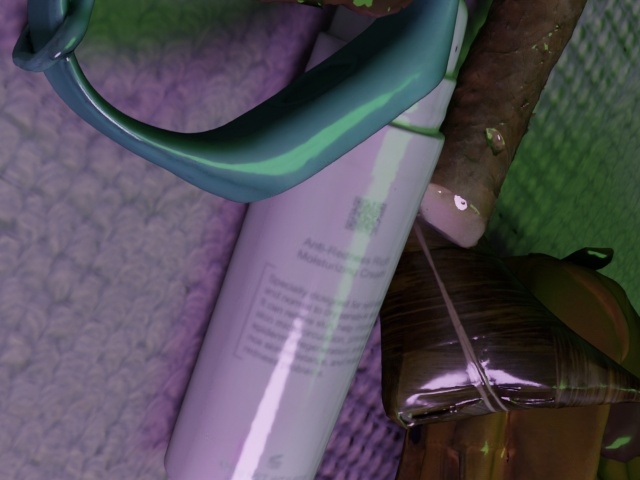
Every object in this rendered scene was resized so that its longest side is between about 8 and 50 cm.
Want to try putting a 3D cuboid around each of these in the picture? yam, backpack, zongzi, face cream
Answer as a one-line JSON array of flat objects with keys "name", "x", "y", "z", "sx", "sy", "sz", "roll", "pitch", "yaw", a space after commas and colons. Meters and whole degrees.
[{"name": "yam", "x": 0.136, "y": -0.135, "z": 0.788, "sx": 0.066, "sy": 0.066, "sz": 0.299, "roll": 45, "pitch": 64, "yaw": -53}, {"name": "backpack", "x": 0.186, "y": 0.206, "z": 0.956, "sx": 0.353, "sy": 0.201, "sz": 0.378, "roll": 36, "pitch": 60, "yaw": -52}, {"name": "zongzi", "x": 0.126, "y": 0.027, "z": 0.801, "sx": 0.084, "sy": 0.184, "sz": 0.187, "roll": 19, "pitch": 65, "yaw": -75}, {"name": "face cream", "x": 0.000, "y": 0.000, "z": 0.724, "sx": 0.102, "sy": 0.102, "sz": 0.345, "roll": 5, "pitch": 109, "yaw": -52}]

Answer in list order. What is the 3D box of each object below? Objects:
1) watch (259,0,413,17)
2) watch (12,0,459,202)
[{"name": "watch", "x": 0.051, "y": -0.235, "z": 0.363, "sx": 0.314, "sy": 0.327, "sz": 0.335, "roll": 3, "pitch": 101, "yaw": -35}, {"name": "watch", "x": -0.031, "y": -0.125, "z": 0.575, "sx": 0.237, "sy": 0.068, "sz": 0.195, "roll": -36, "pitch": 116, "yaw": -15}]
